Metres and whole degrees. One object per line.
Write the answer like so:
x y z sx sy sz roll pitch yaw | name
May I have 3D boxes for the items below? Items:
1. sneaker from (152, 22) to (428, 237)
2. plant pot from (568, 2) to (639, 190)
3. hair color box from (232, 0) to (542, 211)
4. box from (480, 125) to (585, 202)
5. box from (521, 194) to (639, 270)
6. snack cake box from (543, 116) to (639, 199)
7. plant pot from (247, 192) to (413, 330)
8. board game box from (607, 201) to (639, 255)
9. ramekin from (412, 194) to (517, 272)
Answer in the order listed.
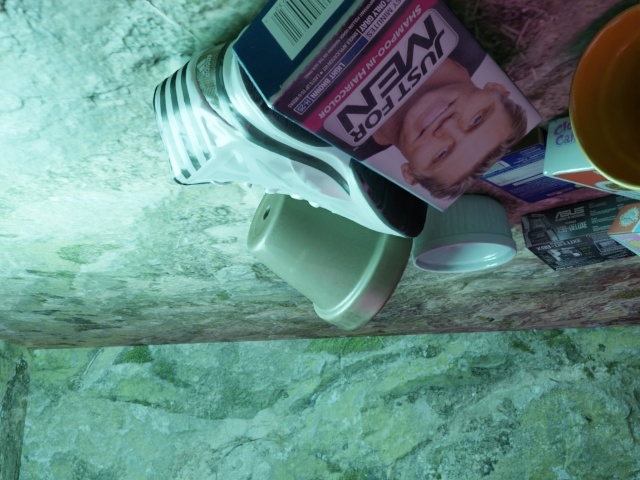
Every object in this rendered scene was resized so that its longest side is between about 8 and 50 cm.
-0.038 -0.124 0.869 0.257 0.169 0.447 -5 155 37 | sneaker
0.433 -0.167 0.712 0.187 0.205 0.205 -10 168 -31 | plant pot
0.093 -0.167 0.673 0.174 0.105 0.347 -45 144 20 | hair color box
0.362 -0.122 1.050 0.225 0.037 0.136 17 154 -42 | box
0.618 -0.020 1.321 0.307 0.077 0.242 -14 158 32 | box
0.486 -0.123 0.924 0.264 0.089 0.152 8 176 -29 | snack cake box
0.000 0.000 1.095 0.229 0.263 0.263 24 152 -20 | plant pot
0.659 0.042 0.973 0.316 0.064 0.242 33 175 -4 | board game box
0.287 -0.013 1.254 0.207 0.109 0.207 -2 161 -1 | ramekin
